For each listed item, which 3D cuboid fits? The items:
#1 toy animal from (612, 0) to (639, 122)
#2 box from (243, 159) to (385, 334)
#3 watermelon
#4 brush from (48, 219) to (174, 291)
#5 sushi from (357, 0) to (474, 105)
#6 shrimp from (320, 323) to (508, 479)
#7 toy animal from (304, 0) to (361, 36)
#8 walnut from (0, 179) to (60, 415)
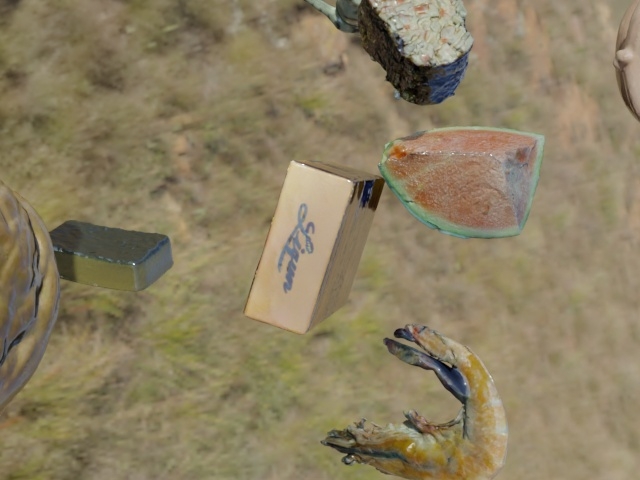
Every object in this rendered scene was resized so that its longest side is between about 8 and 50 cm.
[{"bbox_3d":[0.416,-0.197,1.359,0.221,0.230,0.209,-9,106,-38],"label":"toy animal"},{"bbox_3d":[0.001,0.000,1.215,0.237,0.070,0.152,-16,124,-77],"label":"box"},{"bbox_3d":[0.200,-0.077,1.729,0.128,0.231,0.146,-74,164,-67],"label":"watermelon"},{"bbox_3d":[-0.340,0.021,1.903,0.123,0.197,0.059,-49,145,-61],"label":"brush"},{"bbox_3d":[0.091,-0.207,1.183,0.078,0.091,0.150,93,-22,-53],"label":"sushi"},{"bbox_3d":[0.075,0.154,1.117,0.046,0.219,0.152,-18,97,-45],"label":"shrimp"},{"bbox_3d":[0.057,-0.324,1.668,0.073,0.176,0.217,-64,-175,-9],"label":"toy animal"},{"bbox_3d":[-0.415,0.069,1.289,0.277,0.252,0.313,52,58,-43],"label":"walnut"}]
